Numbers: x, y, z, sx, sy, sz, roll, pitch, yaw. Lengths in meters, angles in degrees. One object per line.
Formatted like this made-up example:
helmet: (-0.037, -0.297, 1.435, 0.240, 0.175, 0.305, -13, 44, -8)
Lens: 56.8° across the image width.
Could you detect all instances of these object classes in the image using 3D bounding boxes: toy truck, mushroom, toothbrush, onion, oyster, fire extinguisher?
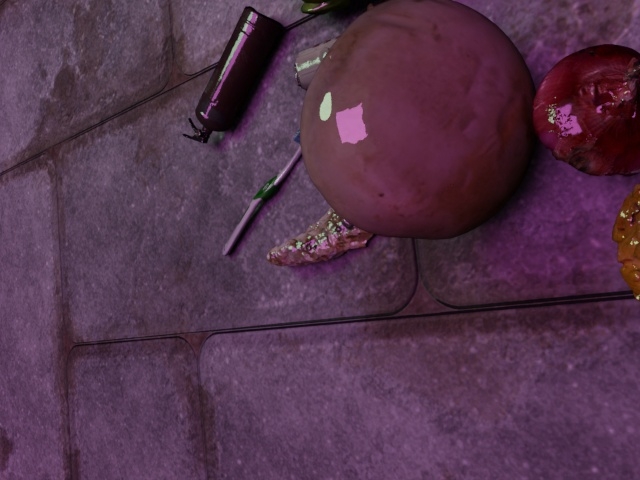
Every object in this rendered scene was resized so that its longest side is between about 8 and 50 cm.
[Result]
toy truck: (0.049, -0.270, 0.867, 0.201, 0.088, 0.074, -8, 82, 38)
mushroom: (0.107, -0.137, 0.748, 0.290, 0.292, 0.293, -176, 89, -75)
toothbrush: (-0.092, -0.081, 1.015, 0.030, 0.030, 0.304, 52, 120, 28)
onion: (0.303, -0.146, 0.605, 0.150, 0.140, 0.150, 0, 72, -1)
oyster: (0.003, -0.001, 0.912, 0.200, 0.061, 0.106, -49, 62, 26)
fire extinguisher: (-0.166, -0.280, 1.049, 0.089, 0.072, 0.268, 43, 114, 24)

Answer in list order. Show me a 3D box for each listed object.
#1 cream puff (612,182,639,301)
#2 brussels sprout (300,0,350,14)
cream puff: (0.377, 0.000, 0.569, 0.189, 0.129, 0.189, 0, 91, 36)
brussels sprout: (-0.015, -0.442, 0.818, 0.294, 0.259, 0.227, 5, 100, 15)
